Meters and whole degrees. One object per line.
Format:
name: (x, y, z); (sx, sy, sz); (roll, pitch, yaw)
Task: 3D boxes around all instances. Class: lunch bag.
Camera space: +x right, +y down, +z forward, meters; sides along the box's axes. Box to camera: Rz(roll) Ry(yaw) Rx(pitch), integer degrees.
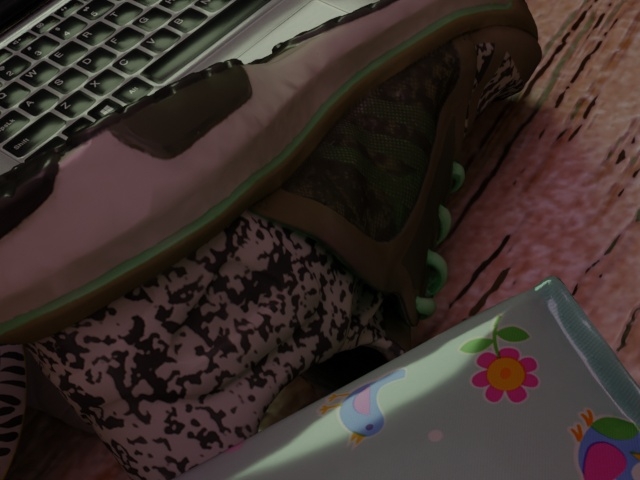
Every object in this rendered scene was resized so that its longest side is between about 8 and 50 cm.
lunch bag: (0.060, 0.175, 0.469); (0.223, 0.160, 0.262); (-26, 52, -11)

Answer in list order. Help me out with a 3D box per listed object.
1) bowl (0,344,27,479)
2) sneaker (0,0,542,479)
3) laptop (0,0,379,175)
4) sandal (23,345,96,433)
bowl: (-0.225, 0.064, 0.643); (0.170, 0.170, 0.080); (0, 1, 20)
sneaker: (0.000, 0.000, 0.675); (0.158, 0.182, 0.410); (-21, 7, 40)
laptop: (-0.129, -0.241, 0.881); (0.408, 0.236, 0.382); (30, 60, 36)
sandal: (-0.157, 0.031, 0.723); (0.265, 0.102, 0.076); (18, 51, 19)
